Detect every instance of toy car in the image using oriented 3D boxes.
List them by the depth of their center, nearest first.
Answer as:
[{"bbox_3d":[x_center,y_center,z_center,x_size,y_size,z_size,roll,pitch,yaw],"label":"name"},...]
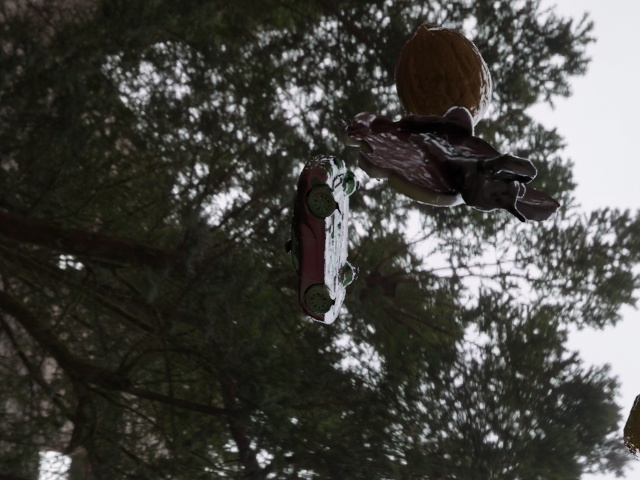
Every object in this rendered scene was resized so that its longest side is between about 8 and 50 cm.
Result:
[{"bbox_3d":[0.000,0.000,0.566,0.055,0.069,0.142,7,-69,17],"label":"toy car"}]

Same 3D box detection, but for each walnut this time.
[{"bbox_3d":[0.132,-0.174,0.740,0.105,0.105,0.124,-16,-70,7],"label":"walnut"}]

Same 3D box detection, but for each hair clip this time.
[{"bbox_3d":[0.095,-0.062,0.520,0.146,0.056,0.187,1,-157,-22],"label":"hair clip"}]

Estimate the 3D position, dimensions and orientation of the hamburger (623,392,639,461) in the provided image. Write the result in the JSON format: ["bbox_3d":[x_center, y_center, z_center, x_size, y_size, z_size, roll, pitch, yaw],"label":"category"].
[{"bbox_3d":[0.349,0.187,0.616,0.141,0.126,0.082,-7,-118,49],"label":"hamburger"}]
